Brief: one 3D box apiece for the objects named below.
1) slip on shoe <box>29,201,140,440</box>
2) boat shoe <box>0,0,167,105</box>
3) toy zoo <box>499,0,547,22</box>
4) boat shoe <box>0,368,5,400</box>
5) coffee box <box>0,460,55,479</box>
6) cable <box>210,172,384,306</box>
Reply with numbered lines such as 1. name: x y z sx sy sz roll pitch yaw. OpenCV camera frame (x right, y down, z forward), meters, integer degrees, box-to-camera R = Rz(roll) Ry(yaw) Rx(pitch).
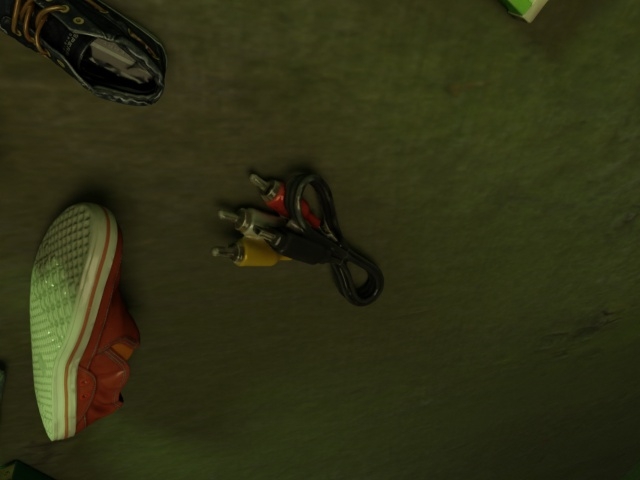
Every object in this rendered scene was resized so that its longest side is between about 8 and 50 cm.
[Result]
1. slip on shoe: -0.262 0.098 0.512 0.101 0.123 0.331 -12 133 -44
2. boat shoe: -0.204 -0.168 0.336 0.183 0.083 0.065 19 117 -32
3. toy zoo: 0.157 -0.354 0.373 0.293 0.030 0.192 20 116 -32
4. boat shoe: -0.464 0.247 0.567 0.076 0.083 0.226 19 106 -19
5. coffee box: -0.438 0.434 0.691 0.041 0.113 0.184 -22 132 -1
6. cable: 0.000 0.000 0.587 0.287 0.072 0.139 25 97 -48
